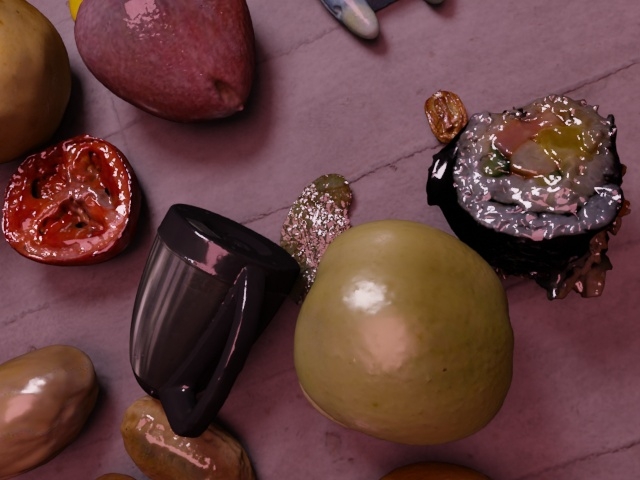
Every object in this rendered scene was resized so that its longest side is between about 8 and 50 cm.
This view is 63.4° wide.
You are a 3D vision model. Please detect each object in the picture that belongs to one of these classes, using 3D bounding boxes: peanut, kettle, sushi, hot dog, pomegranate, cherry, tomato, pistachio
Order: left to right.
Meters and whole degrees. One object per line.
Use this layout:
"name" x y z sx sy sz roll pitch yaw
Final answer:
"pomegranate" -0.571 -0.278 0.815 0.333 0.332 0.332 -1 83 10
"pistachio" -0.474 0.269 0.803 0.293 0.162 0.181 -28 61 10
"tomato" -0.393 -0.056 0.862 0.228 0.101 0.227 -1 77 5
"cherry" -0.224 -0.314 0.799 0.261 0.221 0.307 -44 95 6
"peanut" -0.193 0.323 0.774 0.236 0.110 0.120 38 80 4
"kettle" -0.163 0.119 0.746 0.251 0.207 0.271 33 99 25
"hot dog" 0.193 -0.192 0.797 0.058 0.035 0.083 -21 80 11
"sushi" 0.280 -0.049 0.683 0.225 0.219 0.238 23 83 35

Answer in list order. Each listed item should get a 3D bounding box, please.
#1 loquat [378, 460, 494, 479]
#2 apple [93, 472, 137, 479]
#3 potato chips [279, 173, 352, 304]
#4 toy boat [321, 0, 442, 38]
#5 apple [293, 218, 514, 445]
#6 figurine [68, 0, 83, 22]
"loquat" 0.146 0.405 0.616 0.263 0.263 0.263 -1 83 10
"apple" -0.311 0.441 0.749 0.195 0.160 0.173 -38 82 2
"potato chips" 0.000 0.000 0.817 0.142 0.026 0.209 33 90 11
"toy boat" 0.061 -0.491 0.817 0.215 0.123 0.329 -25 80 8
"apple" 0.099 0.120 0.652 0.254 0.292 0.291 8 84 2
"figurine" -0.385 -0.445 0.904 0.127 0.185 0.234 -26 117 -4
